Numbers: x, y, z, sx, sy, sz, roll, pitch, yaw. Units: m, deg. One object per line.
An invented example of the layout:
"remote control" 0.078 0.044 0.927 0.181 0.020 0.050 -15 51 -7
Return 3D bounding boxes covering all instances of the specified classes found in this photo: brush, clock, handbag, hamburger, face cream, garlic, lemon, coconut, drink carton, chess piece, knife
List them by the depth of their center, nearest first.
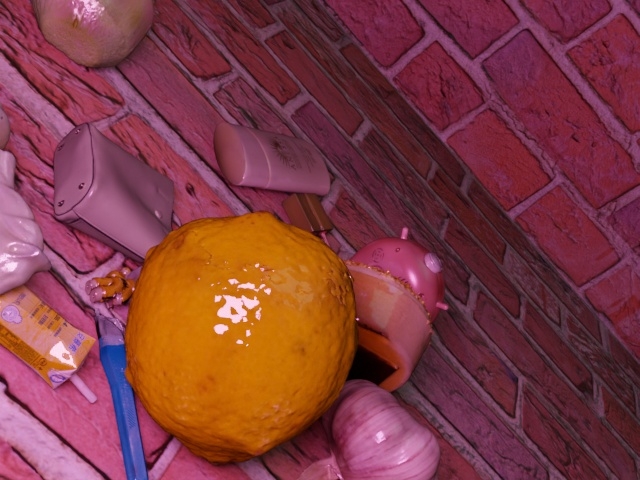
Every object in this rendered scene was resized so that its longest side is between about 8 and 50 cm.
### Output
"chess piece" -0.469 -0.053 1.065 0.176 0.176 0.298 10 48 -54
"drink carton" -0.361 0.139 1.089 0.200 0.074 0.084 42 27 -14
"knife" -0.282 0.226 1.159 0.044 0.026 0.296 18 44 -44
"lemon" -0.116 0.141 1.189 0.350 0.387 0.350 8 13 -2
"garlic" 0.059 0.368 1.375 0.253 0.245 0.245 -26 75 -26
"handbag" -0.305 -0.057 1.408 0.315 0.109 0.241 31 32 -41
"hamburger" 0.058 0.153 1.505 0.302 0.302 0.170 40 46 -21
"coconut" -0.445 -0.467 1.609 0.204 0.236 0.236 86 -14 -55
"clock" 0.152 0.103 1.758 0.142 0.241 0.227 -1 62 -55
"brush" 0.000 0.000 1.885 0.103 0.047 0.233 -5 65 -59
"face cream" -0.115 -0.187 1.900 0.348 0.081 0.173 3 52 -57

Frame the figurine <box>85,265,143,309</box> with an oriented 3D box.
"figurine" -0.299 0.072 1.293 0.143 0.068 0.101 16 32 -25
